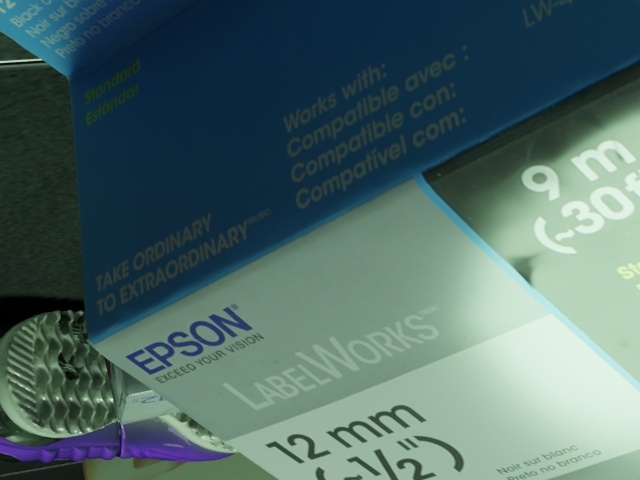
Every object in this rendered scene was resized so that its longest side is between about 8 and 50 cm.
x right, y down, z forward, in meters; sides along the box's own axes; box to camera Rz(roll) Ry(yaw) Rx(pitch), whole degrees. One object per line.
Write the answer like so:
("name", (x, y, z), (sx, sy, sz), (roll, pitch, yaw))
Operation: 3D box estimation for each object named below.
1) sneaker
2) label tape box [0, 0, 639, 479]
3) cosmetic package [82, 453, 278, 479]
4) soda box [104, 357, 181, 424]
("sneaker", (-0.169, 0.112, 1.116), (0.146, 0.102, 0.293), (-18, 160, 30))
("label tape box", (0.051, -0.008, 0.535), (0.249, 0.115, 0.347), (-27, 128, 37))
("cosmetic package", (-0.075, 0.220, 1.502), (0.296, 0.129, 0.153), (-23, 161, 32))
("soda box", (0.003, 0.036, 0.983), (0.286, 0.098, 0.091), (-11, 165, -13))
